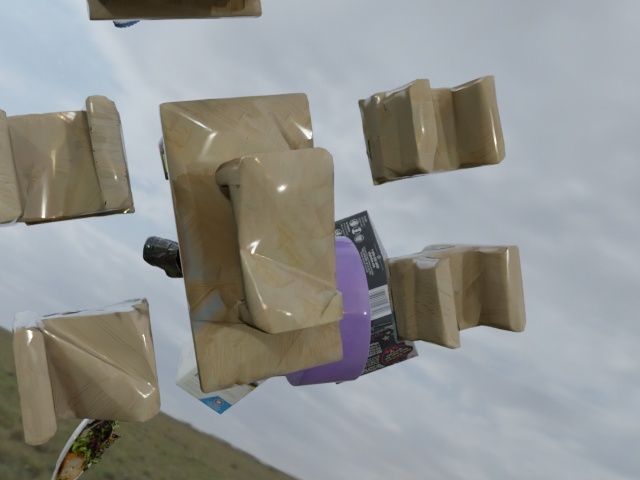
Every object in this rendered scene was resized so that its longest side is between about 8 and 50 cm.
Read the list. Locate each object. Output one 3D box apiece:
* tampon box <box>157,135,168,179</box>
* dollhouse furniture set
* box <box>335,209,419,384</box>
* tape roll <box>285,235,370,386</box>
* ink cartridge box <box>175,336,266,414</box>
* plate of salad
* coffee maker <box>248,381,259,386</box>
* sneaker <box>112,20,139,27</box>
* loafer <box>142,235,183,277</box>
[{"bbox_3d":[-0.308,-0.218,1.693,0.161,0.120,0.101,5,-38,-34],"label":"tampon box"},{"bbox_3d":[-0.076,-0.088,0.557,0.362,0.394,0.256,-9,4,-23],"label":"dollhouse furniture set"},{"bbox_3d":[0.058,0.099,1.201,0.163,0.247,0.142,-20,-39,5],"label":"box"},{"bbox_3d":[-0.004,0.089,0.870,0.080,0.189,0.189,-1,-12,-17],"label":"tape roll"},{"bbox_3d":[-0.253,0.323,1.873,0.171,0.232,0.168,43,20,-25],"label":"ink cartridge box"},{"bbox_3d":[-0.401,0.361,1.190,0.048,0.200,0.200,28,-19,7],"label":"plate of salad"},{"bbox_3d":[-0.116,0.195,1.292,0.171,0.120,0.178,-29,-26,18],"label":"coffee maker"},{"bbox_3d":[-0.292,-0.407,1.125,0.052,0.135,0.058,45,-18,44],"label":"sneaker"},{"bbox_3d":[-0.245,0.036,1.190,0.061,0.062,0.170,7,-8,17],"label":"loafer"}]
